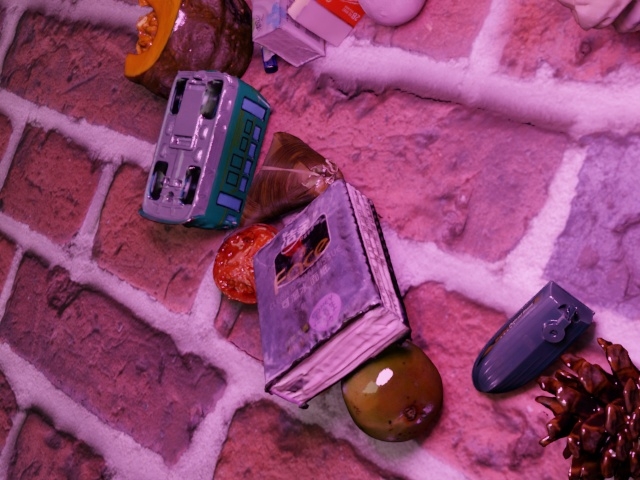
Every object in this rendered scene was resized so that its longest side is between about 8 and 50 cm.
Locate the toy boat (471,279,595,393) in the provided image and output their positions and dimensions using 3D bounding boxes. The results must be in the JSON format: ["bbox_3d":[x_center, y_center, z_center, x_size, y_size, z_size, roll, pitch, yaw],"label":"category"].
[{"bbox_3d":[0.326,0.165,1.322,0.093,0.103,0.246,36,119,-3],"label":"toy boat"}]

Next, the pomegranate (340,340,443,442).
[{"bbox_3d":[0.110,0.244,1.430,0.180,0.180,0.210,-59,36,10],"label":"pomegranate"}]

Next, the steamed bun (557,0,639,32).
[{"bbox_3d":[0.523,-0.413,1.177,0.394,0.346,0.237,-26,75,4],"label":"steamed bun"}]

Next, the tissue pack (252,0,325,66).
[{"bbox_3d":[-0.085,-0.509,1.787,0.145,0.159,0.229,-13,70,37],"label":"tissue pack"}]

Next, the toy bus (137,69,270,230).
[{"bbox_3d":[-0.241,-0.184,1.797,0.183,0.199,0.343,13,86,37],"label":"toy bus"}]

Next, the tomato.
[{"bbox_3d":[-0.137,0.046,1.725,0.174,0.082,0.166,6,93,34],"label":"tomato"}]

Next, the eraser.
[{"bbox_3d":[0.055,-0.514,1.677,0.230,0.157,0.038,-48,56,18],"label":"eraser"}]

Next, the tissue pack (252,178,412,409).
[{"bbox_3d":[0.006,0.085,1.454,0.259,0.122,0.361,-39,35,21],"label":"tissue pack"}]

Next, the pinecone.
[{"bbox_3d":[0.405,0.237,1.155,0.201,0.229,0.202,-26,75,46],"label":"pinecone"}]

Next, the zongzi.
[{"bbox_3d":[-0.062,-0.075,1.660,0.241,0.111,0.248,-62,35,8],"label":"zongzi"}]

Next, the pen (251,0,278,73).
[{"bbox_3d":[-0.135,-0.501,1.908,0.033,0.033,0.269,-27,62,31],"label":"pen"}]

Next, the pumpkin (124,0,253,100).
[{"bbox_3d":[-0.301,-0.467,1.921,0.256,0.225,0.303,7,88,44],"label":"pumpkin"}]

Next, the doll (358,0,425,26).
[{"bbox_3d":[0.203,-0.526,1.573,0.287,0.151,0.151,-28,62,29],"label":"doll"}]
